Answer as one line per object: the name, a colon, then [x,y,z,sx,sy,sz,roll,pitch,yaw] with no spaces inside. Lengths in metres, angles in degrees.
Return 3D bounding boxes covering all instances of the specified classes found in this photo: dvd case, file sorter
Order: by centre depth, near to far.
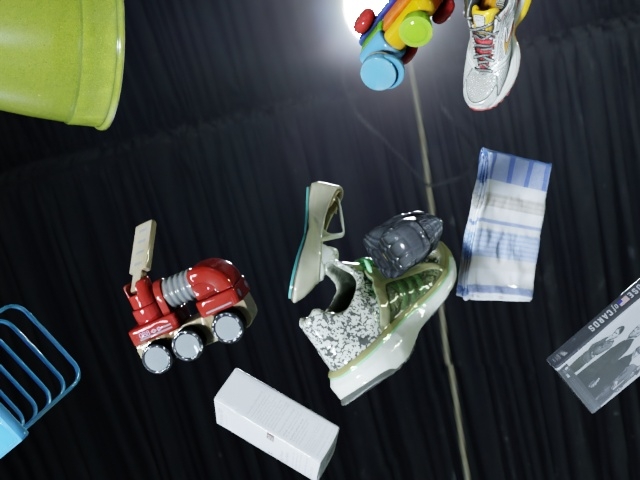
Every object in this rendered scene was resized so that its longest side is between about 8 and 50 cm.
file sorter: [-0.351,0.161,0.800,0.170,0.118,0.104,-37,7,39]
dvd case: [0.446,0.133,1.078,0.238,0.179,0.030,-42,44,4]

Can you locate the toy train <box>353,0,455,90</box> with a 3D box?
toy train: [0.143,-0.332,1.080,0.248,0.105,0.143,-45,21,38]

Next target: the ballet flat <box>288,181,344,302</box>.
ballet flat: [0.000,0.000,1.337,0.086,0.086,0.249,-7,55,25]

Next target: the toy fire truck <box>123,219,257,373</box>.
toy fire truck: [-0.252,0.077,1.360,0.216,0.247,0.158,-24,8,10]

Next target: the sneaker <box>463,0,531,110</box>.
sneaker: [0.247,-0.308,1.129,0.088,0.226,0.092,16,13,39]

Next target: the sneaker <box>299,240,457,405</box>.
sneaker: [0.097,0.078,1.272,0.158,0.182,0.410,-35,10,39]

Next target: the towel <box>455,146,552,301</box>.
towel: [0.356,-0.022,1.445,0.209,0.285,0.034,7,3,-36]

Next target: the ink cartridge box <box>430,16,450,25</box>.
ink cartridge box: [0.208,-0.502,1.552,0.088,0.123,0.052,-10,-1,42]

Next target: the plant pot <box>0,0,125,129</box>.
plant pot: [-0.579,-0.388,1.394,0.352,0.367,0.366,-4,8,-28]

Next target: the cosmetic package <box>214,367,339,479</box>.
cosmetic package: [-0.084,0.348,1.430,0.231,0.117,0.086,25,57,14]

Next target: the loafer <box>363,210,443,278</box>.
loafer: [0.112,0.004,1.021,0.078,0.076,0.223,-31,-1,-8]

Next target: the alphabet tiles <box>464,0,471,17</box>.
alphabet tiles: [0.305,-0.532,1.312,0.009,0.198,0.237,22,55,30]
